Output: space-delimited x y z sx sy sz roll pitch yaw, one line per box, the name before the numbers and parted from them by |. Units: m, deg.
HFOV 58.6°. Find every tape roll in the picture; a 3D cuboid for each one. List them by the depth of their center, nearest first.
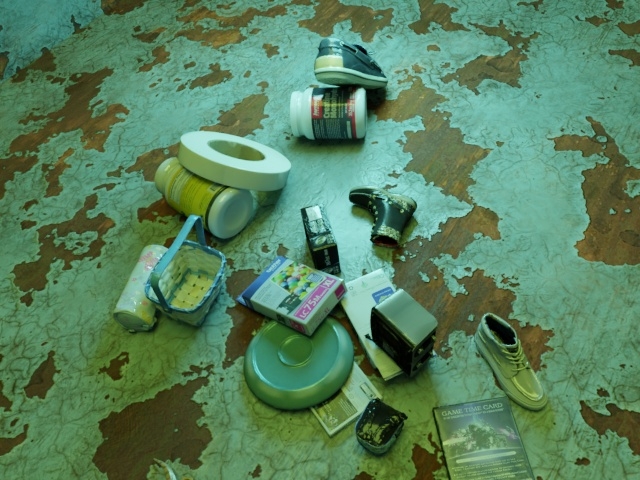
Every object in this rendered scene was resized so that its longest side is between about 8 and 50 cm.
tape roll | -0.295 -0.280 1.965 0.391 0.072 0.392 15 23 -7

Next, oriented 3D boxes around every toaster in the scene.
toaster | 0.209 0.235 1.470 0.110 0.168 0.185 -34 55 -21

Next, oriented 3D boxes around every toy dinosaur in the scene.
toy dinosaur | -0.358 0.611 1.394 0.112 0.064 0.212 -16 51 -3

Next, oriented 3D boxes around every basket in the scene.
basket | -0.398 0.102 1.662 0.200 0.289 0.255 19 52 10

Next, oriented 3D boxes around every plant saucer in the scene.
plant saucer | -0.065 0.314 1.583 0.317 0.044 0.318 -7 46 7

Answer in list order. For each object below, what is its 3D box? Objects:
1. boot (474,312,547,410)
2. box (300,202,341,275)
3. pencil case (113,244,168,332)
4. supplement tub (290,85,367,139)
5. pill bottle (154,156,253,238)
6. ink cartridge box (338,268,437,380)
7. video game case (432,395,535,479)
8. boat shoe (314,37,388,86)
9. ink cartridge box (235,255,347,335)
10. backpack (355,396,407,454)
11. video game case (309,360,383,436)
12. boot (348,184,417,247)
boot | 0.492 0.309 1.474 0.095 0.123 0.258 -27 53 -13
box | 0.000 0.000 1.781 0.077 0.147 0.180 -15 52 -4
pencil case | -0.538 0.144 1.765 0.123 0.114 0.273 10 53 2
supplement tub | 0.034 -0.476 2.131 0.271 0.191 0.191 0 51 8
pill bottle | -0.404 -0.157 1.940 0.333 0.188 0.188 30 61 28
ink cartridge box | 0.178 0.241 1.615 0.165 0.065 0.333 -21 50 -9
video game case | 0.398 0.524 1.380 0.195 0.026 0.274 -9 50 1
boat shoe | 0.127 -0.651 2.132 0.186 0.156 0.500 2 8 27
ink cartridge box | -0.097 0.149 1.686 0.310 0.065 0.186 16 52 39
backpack | 0.145 0.471 1.420 0.104 0.084 0.114 25 54 26
video game case | 0.043 0.402 1.532 0.173 0.022 0.190 -31 54 -17
boot | 0.180 -0.081 1.861 0.236 0.085 0.179 15 57 18
